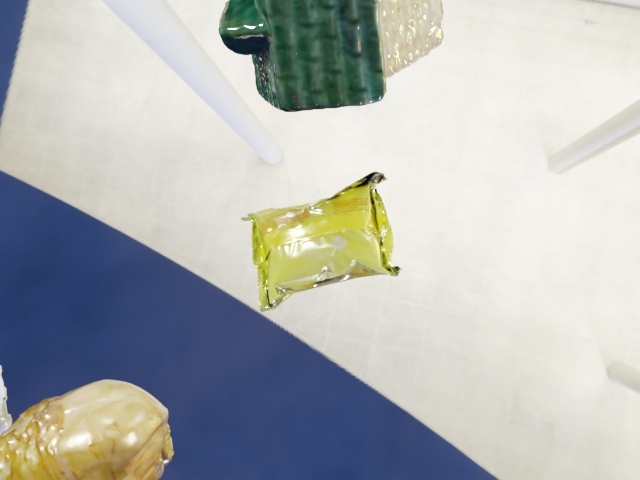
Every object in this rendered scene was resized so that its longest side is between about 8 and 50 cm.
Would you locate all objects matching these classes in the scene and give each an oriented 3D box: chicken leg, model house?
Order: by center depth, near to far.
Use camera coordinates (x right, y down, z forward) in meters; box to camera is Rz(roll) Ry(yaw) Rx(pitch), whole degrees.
[{"bbox_3d":[-0.382,0.335,0.899,0.409,0.295,0.182,-25,-105,-9],"label":"chicken leg"},{"bbox_3d":[-0.039,-0.439,0.981,0.395,0.400,0.446,8,-57,28],"label":"model house"}]

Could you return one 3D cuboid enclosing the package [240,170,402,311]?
[{"bbox_3d":[0.000,0.000,0.941,0.226,0.090,0.168,-14,-113,8],"label":"package"}]

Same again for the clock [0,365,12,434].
[{"bbox_3d":[-0.525,0.266,1.022,0.080,0.176,0.117,-10,-58,-28],"label":"clock"}]
